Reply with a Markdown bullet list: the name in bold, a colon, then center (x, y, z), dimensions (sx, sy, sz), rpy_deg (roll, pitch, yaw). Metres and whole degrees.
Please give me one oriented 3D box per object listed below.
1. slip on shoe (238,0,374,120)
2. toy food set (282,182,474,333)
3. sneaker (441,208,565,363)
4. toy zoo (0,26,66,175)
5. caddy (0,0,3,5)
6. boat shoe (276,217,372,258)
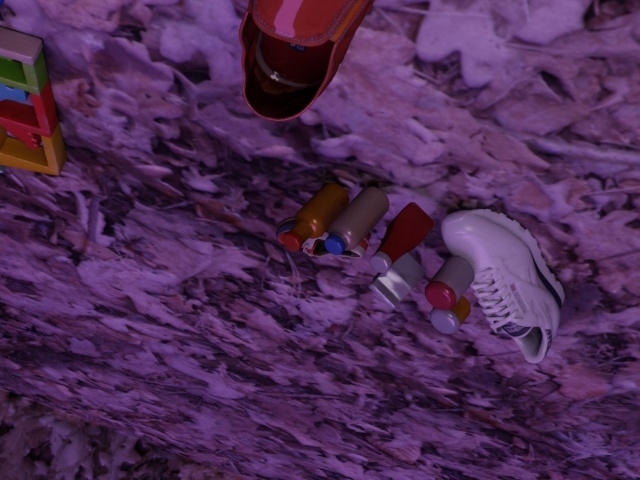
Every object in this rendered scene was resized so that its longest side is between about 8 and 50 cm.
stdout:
- **slip on shoe**: center (-0.008, -0.214, 0.819), dimensions (0.123, 0.101, 0.331), rpy_deg (21, 150, -2)
- **toy food set**: center (0.076, 0.029, 1.117), dimensions (0.232, 0.104, 0.111), rpy_deg (45, 141, -3)
- **sneaker**: center (0.218, 0.052, 1.163), dimensions (0.090, 0.095, 0.235), rpy_deg (-10, 138, 44)
- **toy zoo**: center (-0.416, -0.169, 1.196), dimensions (0.192, 0.030, 0.293), rpy_deg (16, 152, 2)
- **caddy**: center (-0.419, -0.287, 0.849), dimensions (0.341, 0.179, 0.241), rpy_deg (24, 173, -12)
- **boat shoe**: center (0.000, 0.000, 1.246), dimensions (0.137, 0.043, 0.049), rpy_deg (2, 150, 28)
